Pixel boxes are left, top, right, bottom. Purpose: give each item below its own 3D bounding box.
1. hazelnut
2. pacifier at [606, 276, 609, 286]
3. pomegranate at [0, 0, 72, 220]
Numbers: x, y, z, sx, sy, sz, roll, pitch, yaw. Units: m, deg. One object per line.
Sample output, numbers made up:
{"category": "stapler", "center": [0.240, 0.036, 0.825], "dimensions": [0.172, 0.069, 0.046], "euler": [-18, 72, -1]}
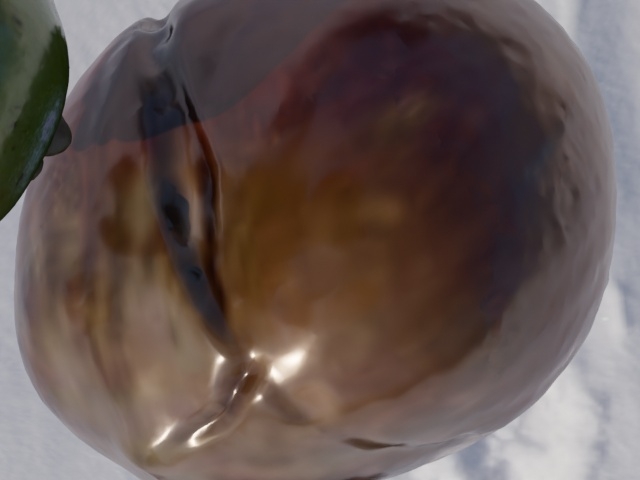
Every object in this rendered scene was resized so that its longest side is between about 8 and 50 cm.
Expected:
{"category": "hazelnut", "center": [0.000, 0.000, 0.812], "dimensions": [0.372, 0.372, 0.315], "euler": [-41, 112, -19]}
{"category": "pacifier", "center": [0.088, -0.044, 1.116], "dimensions": [0.332, 0.273, 0.220], "euler": [15, 61, -11]}
{"category": "pomegranate", "center": [-0.183, -0.079, 0.613], "dimensions": [0.210, 0.179, 0.179], "euler": [-21, 92, -51]}
